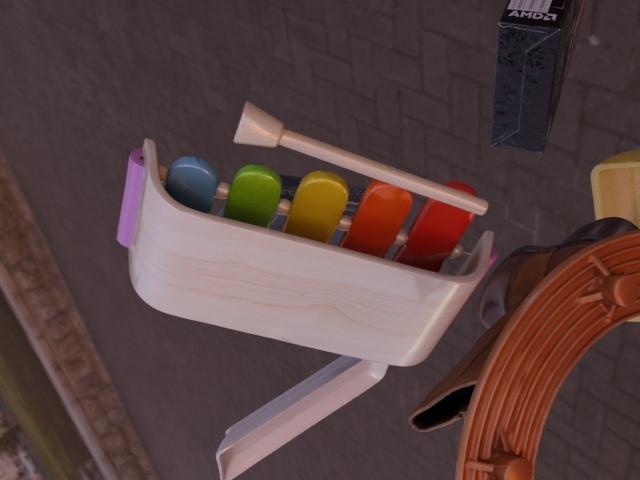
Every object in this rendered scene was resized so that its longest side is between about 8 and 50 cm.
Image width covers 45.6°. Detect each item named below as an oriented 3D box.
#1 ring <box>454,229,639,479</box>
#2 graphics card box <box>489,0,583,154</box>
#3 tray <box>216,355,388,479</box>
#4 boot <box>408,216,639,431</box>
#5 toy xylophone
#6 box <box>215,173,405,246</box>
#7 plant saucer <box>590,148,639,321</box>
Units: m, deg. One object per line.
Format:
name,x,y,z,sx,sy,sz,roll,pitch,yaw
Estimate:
ring,0.239,0.159,0.530,0.336,0.337,0.032,64,159,-14
graphics card box,0.361,-0.343,1.219,0.094,0.371,0.232,12,141,18
tray,-0.021,0.212,0.984,0.030,0.270,0.145,51,157,24
boot,0.195,0.114,0.813,0.096,0.280,0.264,52,148,-5
toy xylophone,0.000,0.000,0.612,0.323,0.081,0.236,21,132,-16
box,-0.035,0.002,0.931,0.183,0.233,0.059,-42,61,32
plant saucer,0.541,-0.018,0.998,0.333,0.081,0.333,-3,139,23
